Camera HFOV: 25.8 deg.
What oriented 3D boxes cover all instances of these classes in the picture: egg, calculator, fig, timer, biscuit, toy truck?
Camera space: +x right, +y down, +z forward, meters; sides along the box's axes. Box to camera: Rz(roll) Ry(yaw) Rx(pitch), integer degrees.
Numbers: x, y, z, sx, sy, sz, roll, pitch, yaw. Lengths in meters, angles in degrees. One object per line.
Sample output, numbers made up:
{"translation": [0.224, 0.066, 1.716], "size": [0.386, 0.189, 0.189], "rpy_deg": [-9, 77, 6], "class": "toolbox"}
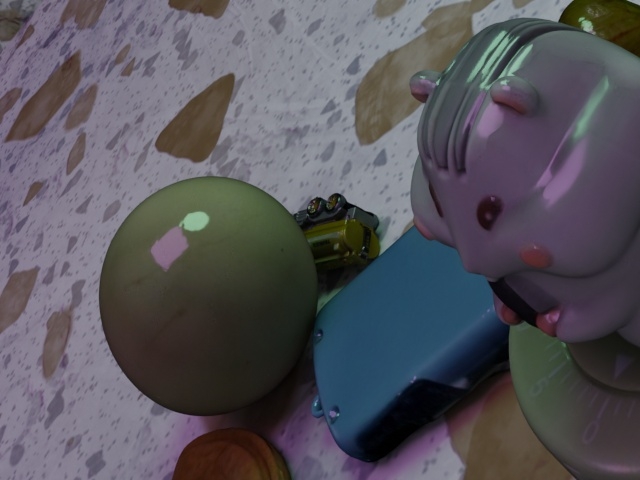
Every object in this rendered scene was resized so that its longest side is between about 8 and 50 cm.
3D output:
{"translation": [-0.097, 0.052, 1.195], "size": [0.241, 0.186, 0.186], "rpy_deg": [108, 169, -48], "class": "egg"}
{"translation": [0.093, 0.050, 1.077], "size": [0.293, 0.051, 0.173], "rpy_deg": [-43, 34, 23], "class": "calculator"}
{"translation": [0.229, -0.153, 1.066], "size": [0.098, 0.082, 0.084], "rpy_deg": [-15, 12, 28], "class": "fig"}
{"translation": [0.176, 0.000, 0.749], "size": [0.291, 0.315, 0.290], "rpy_deg": [-35, 37, 32], "class": "timer"}
{"translation": [-0.080, 0.232, 1.170], "size": [0.142, 0.029, 0.220], "rpy_deg": [-47, 31, 14], "class": "biscuit"}
{"translation": [0.000, 0.000, 1.258], "size": [0.123, 0.052, 0.062], "rpy_deg": [-15, 56, 47], "class": "toy truck"}
